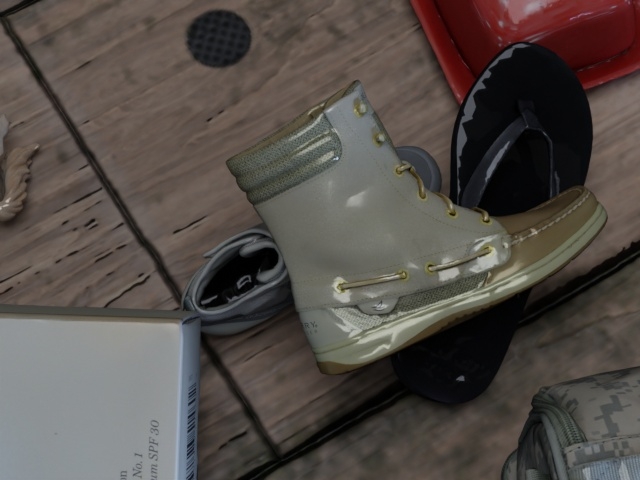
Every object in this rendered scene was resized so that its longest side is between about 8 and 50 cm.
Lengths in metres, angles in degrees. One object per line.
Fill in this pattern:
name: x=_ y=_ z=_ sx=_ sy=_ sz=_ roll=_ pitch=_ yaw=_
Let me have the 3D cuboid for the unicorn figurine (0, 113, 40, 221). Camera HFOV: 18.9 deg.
unicorn figurine: x=-0.281 y=-0.043 z=1.332 sx=0.162 sy=0.060 sz=0.111 roll=1 pitch=67 yaw=1

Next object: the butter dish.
butter dish: x=0.152 y=-0.188 z=1.360 sx=0.160 sy=0.118 sz=0.160 roll=-20 pitch=70 yaw=-8

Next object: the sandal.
sandal: x=0.124 y=-0.011 z=1.291 sx=0.097 sy=0.054 sz=0.254 roll=18 pitch=81 yaw=-10

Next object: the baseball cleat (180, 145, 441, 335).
baseball cleat: x=0.000 y=0.000 z=1.287 sx=0.206 sy=0.109 sz=0.072 roll=-36 pitch=85 yaw=-8

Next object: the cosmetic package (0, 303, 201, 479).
cosmetic package: x=-0.234 y=0.118 z=1.207 sx=0.309 sy=0.113 sz=0.160 roll=1 pitch=91 yaw=2

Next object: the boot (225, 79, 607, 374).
boot: x=0.063 y=-0.030 z=1.219 sx=0.213 sy=0.077 sz=0.165 roll=-26 pitch=95 yaw=-9

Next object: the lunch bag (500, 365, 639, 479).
lunch bag: x=0.265 y=0.165 z=1.134 sx=0.305 sy=0.256 sz=0.212 roll=-9 pitch=64 yaw=-4
